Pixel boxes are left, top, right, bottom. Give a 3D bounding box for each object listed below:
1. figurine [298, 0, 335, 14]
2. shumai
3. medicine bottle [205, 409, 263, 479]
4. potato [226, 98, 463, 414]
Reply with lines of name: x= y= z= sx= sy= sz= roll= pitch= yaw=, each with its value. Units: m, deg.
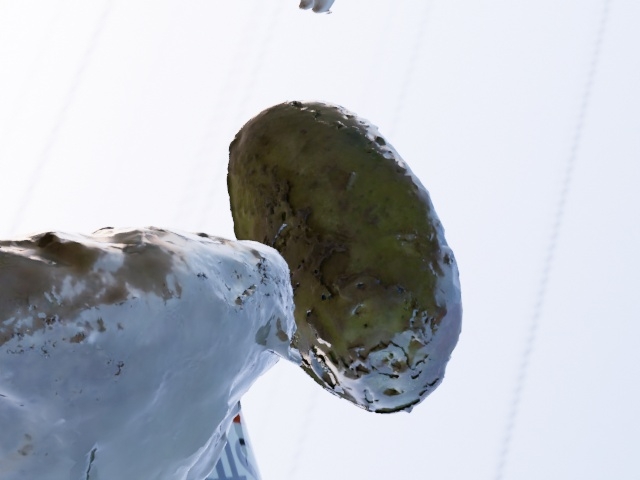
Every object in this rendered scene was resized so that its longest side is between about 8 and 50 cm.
figurine: x=-0.006 y=-0.156 z=0.827 sx=0.047 sy=0.109 sz=0.064 roll=-16 pitch=-160 yaw=-23
shumai: x=-0.098 y=0.068 z=0.551 sx=0.201 sy=0.201 sz=0.120 roll=-18 pitch=-100 yaw=46
medicine bottle: x=-0.158 y=0.217 z=1.328 sx=0.252 sy=0.252 sz=0.241 roll=-27 pitch=-106 yaw=37
potato: x=0.000 y=0.000 z=0.952 sx=0.119 sy=0.054 sz=0.198 roll=-40 pitch=-125 yaw=33
